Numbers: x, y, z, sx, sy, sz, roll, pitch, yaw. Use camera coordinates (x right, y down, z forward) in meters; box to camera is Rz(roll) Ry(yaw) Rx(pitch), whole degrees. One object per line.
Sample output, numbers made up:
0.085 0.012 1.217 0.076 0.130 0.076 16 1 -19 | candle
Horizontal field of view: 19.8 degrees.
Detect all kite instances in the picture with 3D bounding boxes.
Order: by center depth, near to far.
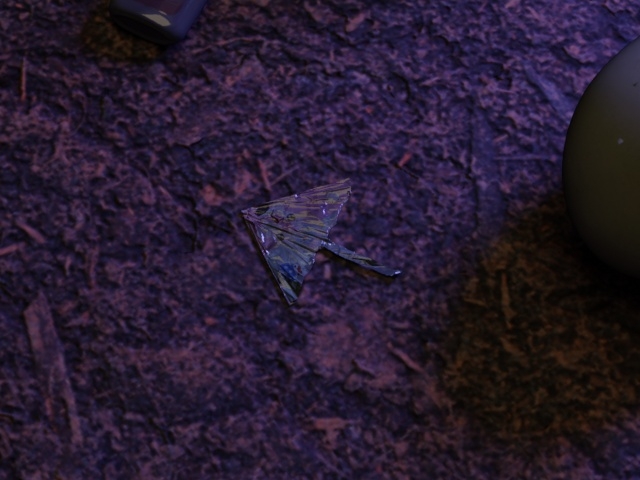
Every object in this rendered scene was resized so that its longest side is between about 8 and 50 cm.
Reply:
0.000 0.000 1.624 0.157 0.011 0.139 23 66 10 | kite

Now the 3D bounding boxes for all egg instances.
0.327 -0.081 1.560 0.269 0.219 0.219 -41 70 -8 | egg

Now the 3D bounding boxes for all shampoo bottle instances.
-0.131 -0.261 1.739 0.080 0.040 0.165 24 65 12 | shampoo bottle
